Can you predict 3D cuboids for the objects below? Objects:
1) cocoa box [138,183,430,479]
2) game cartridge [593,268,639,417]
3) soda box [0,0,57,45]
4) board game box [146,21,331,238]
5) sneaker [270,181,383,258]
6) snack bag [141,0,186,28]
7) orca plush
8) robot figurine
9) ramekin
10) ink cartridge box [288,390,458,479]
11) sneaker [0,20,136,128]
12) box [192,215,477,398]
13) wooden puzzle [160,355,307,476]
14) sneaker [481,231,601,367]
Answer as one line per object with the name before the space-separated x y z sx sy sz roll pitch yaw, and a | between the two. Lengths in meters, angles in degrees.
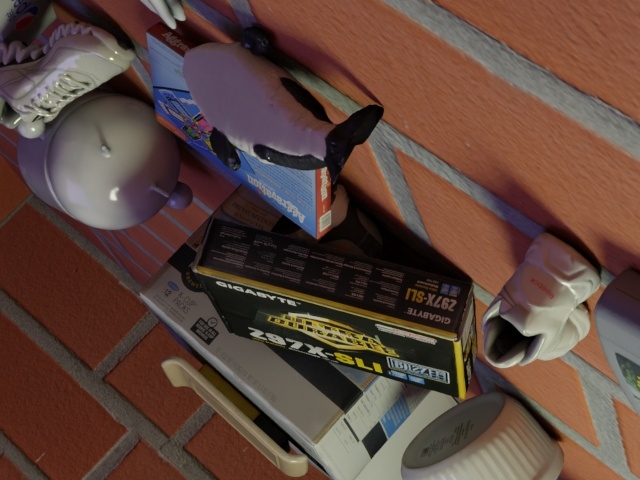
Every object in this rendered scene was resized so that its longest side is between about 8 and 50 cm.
cocoa box | -0.033 0.128 2.101 0.347 0.228 0.231 39 169 23
game cartridge | 0.348 0.149 1.342 0.196 0.060 0.294 37 168 45
soda box | -0.448 -0.358 2.107 0.091 0.098 0.286 42 169 8
board game box | -0.094 -0.128 1.736 0.281 0.027 0.145 37 146 29
sneaker | 0.000 0.000 1.875 0.108 0.100 0.271 40 169 -10
snack bag | -0.302 -0.388 1.595 0.342 0.037 0.323 40 174 18
orca plush | -0.025 -0.143 1.563 0.287 0.102 0.151 12 104 50
robot figurine | -0.335 -0.127 2.288 0.300 0.200 0.353 23 179 -28
ramekin | 0.202 0.288 1.969 0.109 0.207 0.207 55 166 -11
ink cartridge box | 0.066 0.276 2.362 0.117 0.201 0.278 51 167 -31
sneaker | -0.360 -0.221 2.084 0.110 0.118 0.292 31 155 -36
box | 0.027 0.085 1.827 0.322 0.079 0.257 15 164 12
wooden puzzle | -0.113 0.245 2.138 0.238 0.044 0.221 37 169 8
sneaker | 0.193 0.076 1.435 0.090 0.115 0.232 40 168 19
